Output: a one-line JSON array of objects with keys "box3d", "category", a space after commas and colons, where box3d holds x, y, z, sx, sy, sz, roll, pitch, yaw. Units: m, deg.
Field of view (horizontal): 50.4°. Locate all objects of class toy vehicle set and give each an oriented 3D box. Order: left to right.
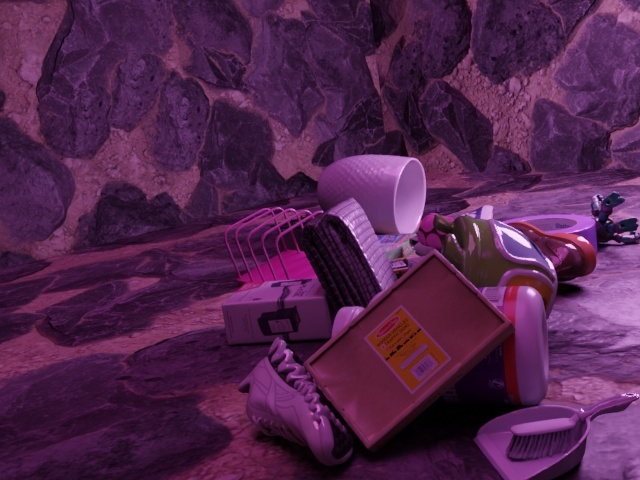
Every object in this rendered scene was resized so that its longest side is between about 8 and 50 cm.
[{"box3d": [0.124, 0.156, 0.988, 0.267, 0.035, 0.166, -41, 56, 0], "category": "toy vehicle set"}]

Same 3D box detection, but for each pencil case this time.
[{"box3d": [0.327, -0.014, 1.574, 0.098, 0.095, 0.209, 10, 5, -37], "category": "pencil case"}]

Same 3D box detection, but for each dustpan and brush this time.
[{"box3d": [0.323, 0.247, 0.898, 0.211, 0.060, 0.147, -9, 11, -7], "category": "dustpan and brush"}]

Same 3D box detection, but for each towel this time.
[{"box3d": [0.074, 0.060, 1.489, 0.121, 0.283, 0.235, -27, 3, 15], "category": "towel"}]

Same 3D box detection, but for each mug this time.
[{"box3d": [0.188, -0.148, 2.443, 0.328, 0.276, 0.374, 9, -19, 29], "category": "mug"}]

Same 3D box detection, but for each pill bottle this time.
[{"box3d": [0.190, 0.166, 1.085, 0.323, 0.181, 0.181, -4, 12, 23], "category": "pill bottle"}]

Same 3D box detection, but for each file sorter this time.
[{"box3d": [-0.110, 0.019, 1.918, 0.202, 0.182, 0.291, -32, 23, -32], "category": "file sorter"}]

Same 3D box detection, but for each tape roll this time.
[{"box3d": [0.609, -0.001, 1.865, 0.275, 0.090, 0.275, -8, 12, 2], "category": "tape roll"}]

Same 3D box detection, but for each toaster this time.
[{"box3d": [-0.049, -0.022, 2.356, 0.186, 0.110, 0.168, 0, 12, 31], "category": "toaster"}]

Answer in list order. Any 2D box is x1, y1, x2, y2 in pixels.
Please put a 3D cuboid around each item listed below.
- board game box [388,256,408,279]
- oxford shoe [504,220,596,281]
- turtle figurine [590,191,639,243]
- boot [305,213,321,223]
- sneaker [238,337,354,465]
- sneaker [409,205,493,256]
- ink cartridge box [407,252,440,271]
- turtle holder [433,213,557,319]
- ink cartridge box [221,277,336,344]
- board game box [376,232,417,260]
[{"box3d": [0.159, 0.092, 1.814, 0.171, 0.048, 0.141, -8, 9, -1], "category": "board game box"}, {"box3d": [0.486, 0.032, 1.672, 0.133, 0.129, 0.364, -18, 11, -26], "category": "oxford shoe"}, {"box3d": [0.802, -0.046, 1.885, 0.118, 0.175, 0.234, -43, -17, -1], "category": "turtle figurine"}, {"box3d": [0.000, 0.000, 2.074, 0.077, 0.165, 0.213, -4, 4, -11], "category": "boot"}, {"box3d": [-0.043, 0.260, 1.031, 0.118, 0.110, 0.292, -37, 24, -7], "category": "sneaker"}, {"box3d": [0.386, -0.024, 2.018, 0.237, 0.130, 0.323, 0, 19, 18], "category": "sneaker"}, {"box3d": [0.288, 0.087, 1.590, 0.151, 0.109, 0.063, -11, 14, -15], "category": "ink cartridge box"}, {"box3d": [0.324, 0.081, 1.284, 0.228, 0.243, 0.320, 9, 2, -2], "category": "turtle holder"}, {"box3d": [-0.077, 0.154, 1.526, 0.237, 0.100, 0.172, -5, 12, 14], "category": "ink cartridge box"}, {"box3d": [0.157, 0.038, 2.086, 0.214, 0.046, 0.317, -2, 13, 25], "category": "board game box"}]
